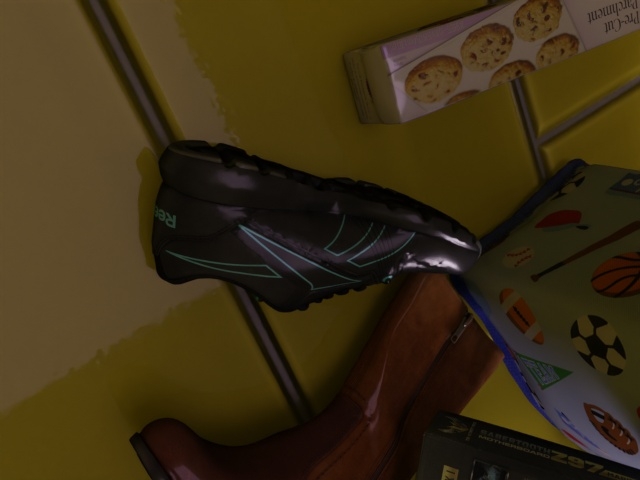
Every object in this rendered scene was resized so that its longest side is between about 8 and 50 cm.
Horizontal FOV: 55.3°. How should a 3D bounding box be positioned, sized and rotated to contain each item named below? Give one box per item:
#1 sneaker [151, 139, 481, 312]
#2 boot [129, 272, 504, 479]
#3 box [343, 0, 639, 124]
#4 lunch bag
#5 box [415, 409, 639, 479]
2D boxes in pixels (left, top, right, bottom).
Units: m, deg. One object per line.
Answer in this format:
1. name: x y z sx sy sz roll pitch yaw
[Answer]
1. sneaker: 0.000 0.000 0.480 0.267 0.101 0.106 12 103 -20
2. boot: 0.022 0.130 0.502 0.264 0.096 0.280 44 77 -25
3. box: 0.174 -0.182 0.543 0.324 0.063 0.067 -24 110 -22
4. lunch bag: 0.358 0.136 0.546 0.239 0.328 0.385 -38 112 -11
5. box: 0.156 0.276 0.489 0.059 0.183 0.232 -11 111 -67
